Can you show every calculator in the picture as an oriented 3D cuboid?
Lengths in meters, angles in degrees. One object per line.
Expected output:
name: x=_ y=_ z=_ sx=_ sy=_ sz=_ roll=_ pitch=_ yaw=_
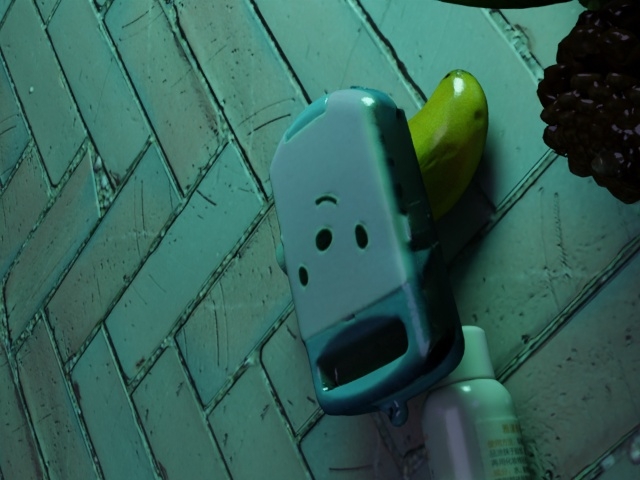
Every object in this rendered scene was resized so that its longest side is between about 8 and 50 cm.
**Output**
calculator: x=0.031 y=0.014 z=0.972 sx=0.173 sy=0.051 sz=0.293 roll=-33 pitch=63 yaw=46

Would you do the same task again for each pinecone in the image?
pinecone: x=0.233 y=-0.107 z=0.802 sx=0.173 sy=0.173 sz=0.174 roll=-8 pitch=79 yaw=48

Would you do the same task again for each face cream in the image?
face cream: x=0.131 y=0.201 z=0.927 sx=0.082 sy=0.082 sz=0.269 roll=-28 pitch=64 yaw=43

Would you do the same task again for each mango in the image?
mango: x=0.084 y=-0.061 z=1.019 sx=0.190 sy=0.075 sz=0.098 roll=-47 pitch=57 yaw=26

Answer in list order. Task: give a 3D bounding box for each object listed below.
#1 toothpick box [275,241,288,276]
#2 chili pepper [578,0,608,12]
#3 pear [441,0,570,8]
toothpick box: x=0.000 y=0.000 z=1.120 sx=0.083 sy=0.052 sz=0.052 roll=-41 pitch=57 yaw=39
chili pepper: x=0.199 y=-0.259 z=0.940 sx=0.049 sy=0.043 sz=0.208 roll=107 pitch=150 yaw=-51
pear: x=0.173 y=-0.275 z=0.710 sx=0.399 sy=0.398 sz=0.165 roll=-47 pitch=59 yaw=35
